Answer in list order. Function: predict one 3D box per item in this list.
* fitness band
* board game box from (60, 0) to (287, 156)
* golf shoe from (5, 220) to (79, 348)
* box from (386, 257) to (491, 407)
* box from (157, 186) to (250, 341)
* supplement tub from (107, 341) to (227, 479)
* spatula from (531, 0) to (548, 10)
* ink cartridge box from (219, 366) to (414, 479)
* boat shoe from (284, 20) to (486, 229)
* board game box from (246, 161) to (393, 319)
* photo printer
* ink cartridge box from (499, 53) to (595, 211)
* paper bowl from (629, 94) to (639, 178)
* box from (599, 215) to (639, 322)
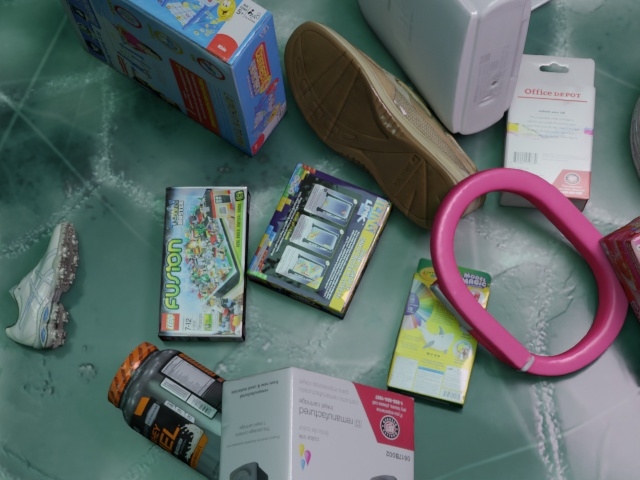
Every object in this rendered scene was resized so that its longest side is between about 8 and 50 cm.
[{"bbox_3d":[0.263,0.041,1.750,0.291,0.054,0.209,45,79,-10],"label":"fitness band"},{"bbox_3d":[-0.197,-0.270,1.787,0.302,0.308,0.086,33,77,11],"label":"board game box"},{"bbox_3d":[-0.374,0.055,1.831,0.086,0.069,0.176,6,73,11],"label":"golf shoe"},{"bbox_3d":[0.156,0.118,1.793,0.105,0.043,0.179,14,78,7],"label":"box"},{"bbox_3d":[-0.154,0.031,1.838,0.114,0.036,0.207,0,74,3],"label":"box"},{"bbox_3d":[-0.167,0.216,1.745,0.190,0.117,0.117,31,78,12],"label":"supplement tub"},{"bbox_3d":[0.268,-0.373,1.942,0.242,0.019,0.168,-30,69,-6],"label":"spatula"},{"bbox_3d":[-0.002,0.323,1.632,0.131,0.226,0.306,-19,63,41],"label":"ink cartridge box"},{"bbox_3d":[0.084,-0.157,1.847,0.341,0.110,0.121,51,125,10],"label":"boat shoe"},{"bbox_3d":[0.000,0.000,1.833,0.141,0.048,0.170,23,76,7],"label":"board game box"},{"bbox_3d":[0.143,-0.325,1.792,0.107,0.256,0.307,-24,60,-16],"label":"photo printer"},{"bbox_3d":[0.305,-0.145,1.847,0.115,0.067,0.198,5,76,5],"label":"ink cartridge box"},{"bbox_3d":[0.556,-0.151,1.794,0.284,0.148,0.284,-1,75,2],"label":"paper bowl"},{"bbox_3d":[0.468,0.084,1.704,0.122,0.128,0.257,-27,94,-5],"label":"box"}]
